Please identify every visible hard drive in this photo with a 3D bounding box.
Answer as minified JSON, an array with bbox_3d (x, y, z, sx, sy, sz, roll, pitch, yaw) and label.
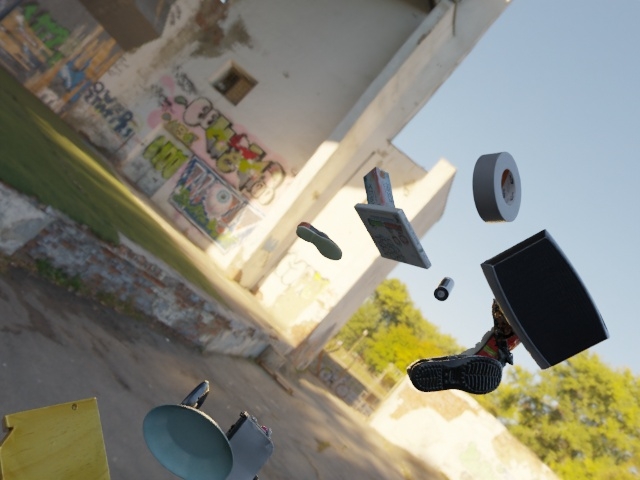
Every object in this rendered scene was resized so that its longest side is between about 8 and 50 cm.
[{"bbox_3d":[0.461,0.123,1.124,0.255,0.171,0.054,61,10,6],"label":"hard drive"}]

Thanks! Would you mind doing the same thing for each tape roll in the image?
[{"bbox_3d":[0.554,-0.164,1.716,0.072,0.219,0.219,-2,-37,40],"label":"tape roll"}]

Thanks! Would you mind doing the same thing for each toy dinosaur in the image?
[{"bbox_3d":[0.539,0.218,1.508,0.321,0.164,0.219,-7,79,-55],"label":"toy dinosaur"}]

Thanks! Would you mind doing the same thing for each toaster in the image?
[{"bbox_3d":[-0.191,0.489,1.244,0.110,0.186,0.168,39,-17,5],"label":"toaster"}]

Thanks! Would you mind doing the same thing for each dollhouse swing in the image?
[{"bbox_3d":[-0.667,0.594,1.310,0.315,0.304,0.347,7,63,-57],"label":"dollhouse swing"}]

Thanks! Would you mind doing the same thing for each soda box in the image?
[{"bbox_3d":[0.177,-0.128,1.639,0.058,0.063,0.183,22,47,-32],"label":"soda box"}]

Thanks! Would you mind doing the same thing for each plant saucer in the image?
[{"bbox_3d":[-0.246,0.380,1.051,0.195,0.195,0.037,44,31,-4],"label":"plant saucer"}]

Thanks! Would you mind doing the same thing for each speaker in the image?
[{"bbox_3d":[0.447,0.174,1.982,0.055,0.055,0.136,42,24,9],"label":"speaker"}]

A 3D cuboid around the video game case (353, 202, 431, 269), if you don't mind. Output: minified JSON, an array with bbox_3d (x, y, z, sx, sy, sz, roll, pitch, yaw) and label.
[{"bbox_3d":[0.146,-0.011,1.132,0.157,0.019,0.143,15,-40,59],"label":"video game case"}]

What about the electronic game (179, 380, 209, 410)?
[{"bbox_3d":[-0.441,0.555,1.790,0.048,0.229,0.229,35,-6,7],"label":"electronic game"}]

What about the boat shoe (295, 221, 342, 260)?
[{"bbox_3d":[0.000,0.000,1.375,0.137,0.049,0.043,34,26,-4],"label":"boat shoe"}]

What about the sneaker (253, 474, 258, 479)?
[{"bbox_3d":[-0.289,0.892,2.103,0.087,0.222,0.083,19,15,38],"label":"sneaker"}]

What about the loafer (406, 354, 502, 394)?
[{"bbox_3d":[0.274,0.266,1.133,0.219,0.080,0.078,8,3,-19],"label":"loafer"}]

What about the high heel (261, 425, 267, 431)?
[{"bbox_3d":[-0.266,0.618,1.599,0.117,0.244,0.082,54,-12,-29],"label":"high heel"}]

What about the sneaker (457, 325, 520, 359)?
[{"bbox_3d":[0.516,0.345,1.610,0.107,0.279,0.118,32,22,-28],"label":"sneaker"}]
